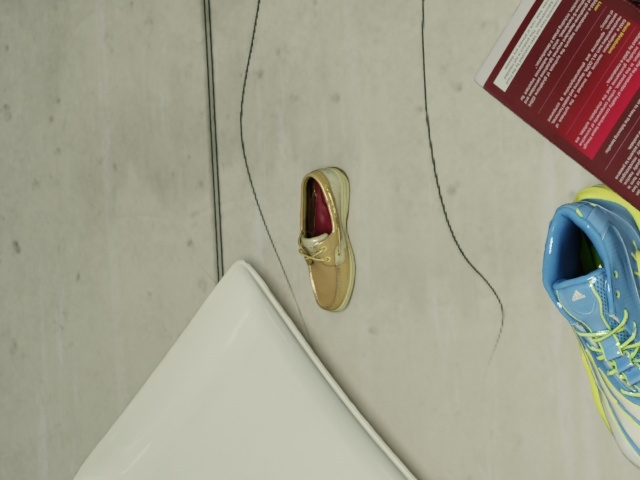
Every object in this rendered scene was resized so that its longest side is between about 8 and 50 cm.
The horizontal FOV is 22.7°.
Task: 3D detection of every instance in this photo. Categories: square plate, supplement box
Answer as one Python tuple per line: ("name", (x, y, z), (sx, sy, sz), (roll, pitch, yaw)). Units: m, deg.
("square plate", (-0.061, 0.255, 1.535), (0.344, 0.049, 0.347), (51, 120, 24))
("supplement box", (0.252, -0.112, 1.261), (0.239, 0.073, 0.130), (43, 114, 28))

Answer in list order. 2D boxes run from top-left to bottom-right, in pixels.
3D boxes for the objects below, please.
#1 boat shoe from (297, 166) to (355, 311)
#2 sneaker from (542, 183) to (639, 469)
("boat shoe", (0.000, 0.000, 1.476), (0.050, 0.045, 0.135), (-5, 90, 37))
("sneaker", (0.225, 0.074, 1.259), (0.091, 0.126, 0.240), (-19, 80, 36))
